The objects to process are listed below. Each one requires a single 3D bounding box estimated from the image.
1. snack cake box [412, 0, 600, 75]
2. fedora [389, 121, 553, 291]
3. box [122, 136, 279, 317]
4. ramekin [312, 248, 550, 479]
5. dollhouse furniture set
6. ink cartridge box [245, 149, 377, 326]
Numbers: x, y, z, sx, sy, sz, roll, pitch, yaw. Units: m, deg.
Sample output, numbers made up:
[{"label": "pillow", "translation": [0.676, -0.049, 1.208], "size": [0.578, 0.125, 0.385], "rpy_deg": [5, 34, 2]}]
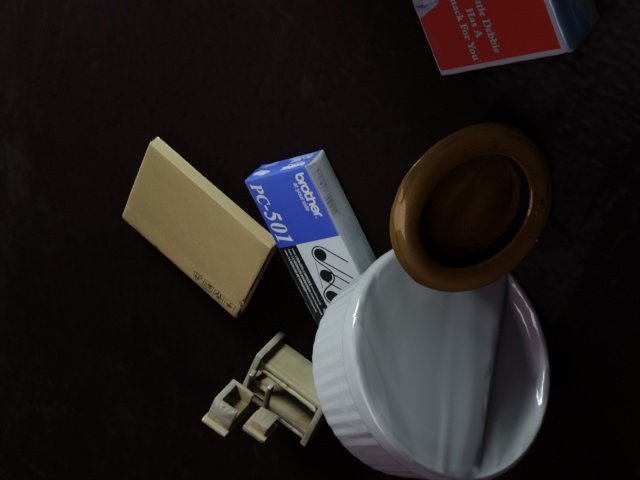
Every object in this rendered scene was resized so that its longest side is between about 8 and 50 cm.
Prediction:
[{"label": "snack cake box", "translation": [0.151, -0.303, 1.545], "size": [0.152, 0.089, 0.264], "rpy_deg": [-7, 116, 36]}, {"label": "fedora", "translation": [0.150, -0.042, 1.701], "size": [0.079, 0.194, 0.194], "rpy_deg": [41, 151, 61]}, {"label": "box", "translation": [-0.151, -0.014, 1.983], "size": [0.201, 0.021, 0.164], "rpy_deg": [41, 142, 10]}, {"label": "ramekin", "translation": [0.114, 0.141, 1.770], "size": [0.273, 0.273, 0.127], "rpy_deg": [54, 145, -9]}, {"label": "dollhouse furniture set", "translation": [-0.035, 0.238, 2.002], "size": [0.182, 0.161, 0.101], "rpy_deg": [35, 134, 11]}, {"label": "ink cartridge box", "translation": [0.000, 0.000, 1.892], "size": [0.097, 0.046, 0.207], "rpy_deg": [-12, 112, 39]}]
